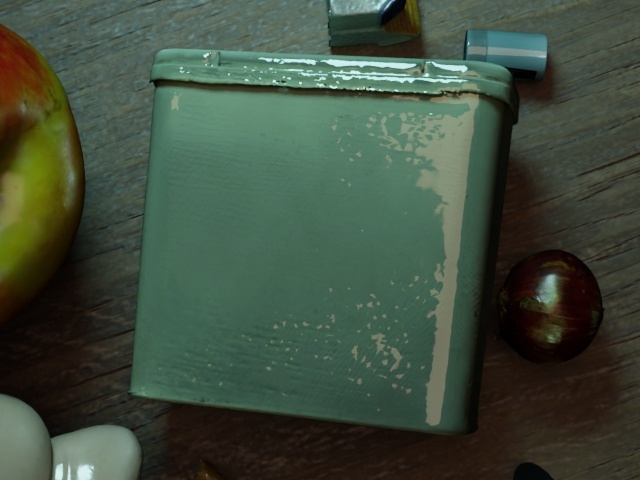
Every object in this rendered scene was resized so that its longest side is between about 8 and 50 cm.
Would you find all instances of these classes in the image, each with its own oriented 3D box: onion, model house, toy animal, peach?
[{"bbox_3d":[0.226,0.062,1.277,0.118,0.117,0.119,-6,120,-11],"label":"onion"},{"bbox_3d":[0.054,-0.259,1.346,0.100,0.101,0.088,-5,79,1],"label":"model house"},{"bbox_3d":[-0.283,0.252,1.218,0.221,0.229,0.210,1,60,7],"label":"toy animal"},{"bbox_3d":[-0.422,-0.066,1.214,0.388,0.388,0.388,0,81,3],"label":"peach"}]

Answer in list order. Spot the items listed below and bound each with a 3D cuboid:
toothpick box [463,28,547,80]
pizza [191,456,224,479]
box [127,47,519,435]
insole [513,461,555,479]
[{"bbox_3d":[0.194,-0.195,1.354,0.083,0.052,0.052,3,82,2],"label":"toothpick box"},{"bbox_3d":[-0.101,0.358,1.283,0.134,0.056,0.271,-24,82,-3],"label":"pizza"},{"bbox_3d":[0.000,0.000,1.253,0.351,0.177,0.344,5,84,13],"label":"box"},{"bbox_3d":[0.280,0.320,1.268,0.253,0.086,0.005,50,124,12],"label":"insole"}]
